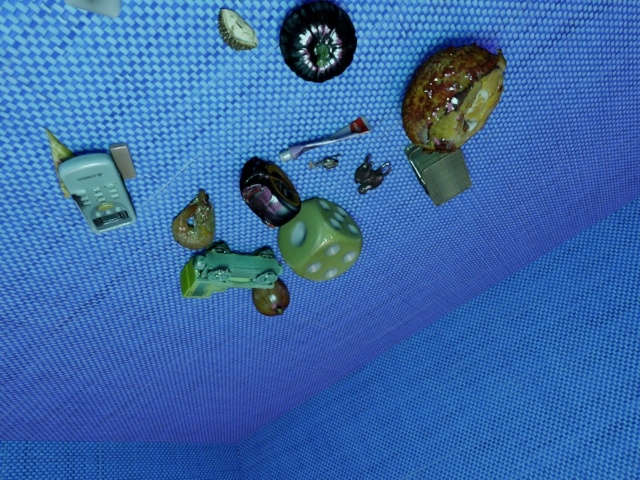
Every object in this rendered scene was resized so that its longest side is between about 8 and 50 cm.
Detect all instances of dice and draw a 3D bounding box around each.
[{"bbox_3d":[0.000,0.000,1.588,0.233,0.226,0.238,15,127,-42],"label":"dice"}]

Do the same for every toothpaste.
[{"bbox_3d":[0.013,-0.315,1.340,0.301,0.075,0.048,-21,120,1],"label":"toothpaste"}]

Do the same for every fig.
[{"bbox_3d":[-0.199,0.264,1.818,0.175,0.207,0.175,-23,143,-19],"label":"fig"}]

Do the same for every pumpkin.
[{"bbox_3d":[-0.005,-0.492,1.058,0.194,0.150,0.194,-10,110,-29],"label":"pumpkin"}]

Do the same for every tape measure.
[{"bbox_3d":[-0.161,-0.145,1.341,0.135,0.202,0.223,-36,127,18],"label":"tape measure"}]

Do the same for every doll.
[{"bbox_3d":[0.180,-0.229,1.546,0.139,0.057,0.165,6,139,-38],"label":"doll"}]

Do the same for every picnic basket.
[{"bbox_3d":[0.434,-0.268,1.561,0.165,0.139,0.266,-31,142,10],"label":"picnic basket"}]

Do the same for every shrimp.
[{"bbox_3d":[-0.417,-0.066,1.422,0.146,0.061,0.267,6,137,-21],"label":"shrimp"}]

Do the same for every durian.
[{"bbox_3d":[-0.205,-0.500,1.031,0.130,0.052,0.066,32,78,-51],"label":"durian"}]

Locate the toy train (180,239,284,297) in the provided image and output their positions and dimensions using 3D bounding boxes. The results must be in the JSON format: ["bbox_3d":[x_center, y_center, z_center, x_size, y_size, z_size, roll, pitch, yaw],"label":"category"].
[{"bbox_3d":[-0.328,0.127,1.642,0.369,0.150,0.237,9,141,-35],"label":"toy train"}]

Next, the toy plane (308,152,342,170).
[{"bbox_3d":[0.017,-0.260,1.438,0.121,0.031,0.049,-17,137,-13],"label":"toy plane"}]

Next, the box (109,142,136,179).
[{"bbox_3d":[-0.550,-0.220,1.187,0.048,0.025,0.115,-16,143,-18],"label":"box"}]

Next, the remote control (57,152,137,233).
[{"bbox_3d":[-0.616,-0.127,1.199,0.140,0.056,0.296,-21,154,-20],"label":"remote control"}]

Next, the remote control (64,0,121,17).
[{"bbox_3d":[-0.413,-0.582,0.792,0.110,0.055,0.313,4,135,-32],"label":"remote control"}]

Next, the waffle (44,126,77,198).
[{"bbox_3d":[-0.704,-0.200,1.130,0.125,0.032,0.191,-25,141,6],"label":"waffle"}]

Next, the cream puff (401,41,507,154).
[{"bbox_3d":[0.376,-0.420,1.270,0.351,0.229,0.350,-36,149,-25],"label":"cream puff"}]
